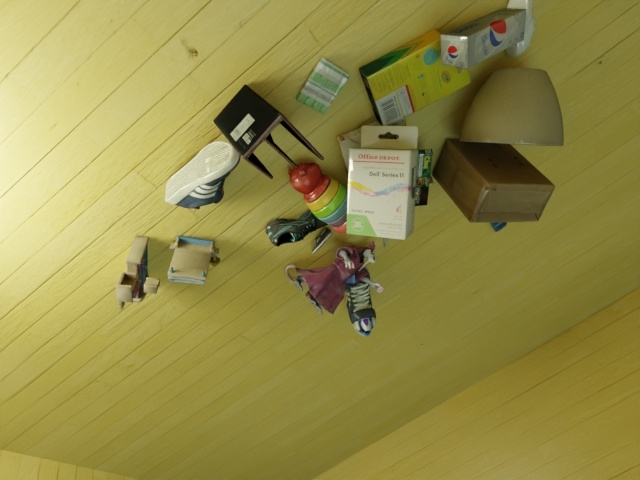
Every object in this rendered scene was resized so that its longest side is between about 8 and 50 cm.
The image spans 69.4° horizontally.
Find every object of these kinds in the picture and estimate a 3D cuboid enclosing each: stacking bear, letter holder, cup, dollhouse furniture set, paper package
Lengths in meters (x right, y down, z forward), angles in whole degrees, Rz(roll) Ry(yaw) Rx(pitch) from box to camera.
[{"bbox_3d":[0.013,-0.167,1.637,0.289,0.175,0.164,39,83,-28],"label":"stacking bear"},{"bbox_3d":[-0.150,-0.292,1.348,0.152,0.302,0.214,-47,131,6],"label":"letter holder"},{"bbox_3d":[0.647,-0.442,1.547,0.332,0.331,0.236,-2,104,-19],"label":"cup"},{"bbox_3d":[-0.519,0.146,1.627,0.304,0.286,0.198,7,128,-11],"label":"dollhouse furniture set"},{"bbox_3d":[0.623,-0.219,1.692,0.310,0.324,0.168,-1,129,-19],"label":"paper package"}]

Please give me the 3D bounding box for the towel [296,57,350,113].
[{"bbox_3d":[0.006,-0.482,1.449,0.113,0.023,0.152,21,122,-31],"label":"towel"}]

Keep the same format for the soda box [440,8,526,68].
[{"bbox_3d":[0.489,-0.607,1.381,0.287,0.098,0.091,-31,130,-25],"label":"soda box"}]

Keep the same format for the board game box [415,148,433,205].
[{"bbox_3d":[0.337,-0.225,1.715,0.136,0.030,0.259,-1,139,6],"label":"board game box"}]

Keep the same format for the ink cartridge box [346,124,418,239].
[{"bbox_3d":[0.200,-0.193,1.498,0.207,0.119,0.352,6,104,23],"label":"ink cartridge box"}]

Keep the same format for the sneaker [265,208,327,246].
[{"bbox_3d":[-0.070,-0.042,1.750,0.268,0.106,0.101,-18,132,-6],"label":"sneaker"}]

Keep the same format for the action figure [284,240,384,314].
[{"bbox_3d":[0.087,0.130,1.922,0.370,0.276,0.248,-41,128,-14],"label":"action figure"}]

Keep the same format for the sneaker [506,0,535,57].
[{"bbox_3d":[0.645,-0.696,1.464,0.094,0.080,0.212,-29,141,-10],"label":"sneaker"}]

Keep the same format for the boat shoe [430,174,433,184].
[{"bbox_3d":[0.369,-0.217,1.796,0.137,0.049,0.043,-19,98,15],"label":"boat shoe"}]

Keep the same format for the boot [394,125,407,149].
[{"bbox_3d":[0.216,-0.265,1.590,0.179,0.085,0.236,-5,122,12],"label":"boot"}]

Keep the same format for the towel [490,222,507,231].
[{"bbox_3d":[0.795,-0.088,2.074,0.067,0.029,0.119,-37,132,12],"label":"towel"}]

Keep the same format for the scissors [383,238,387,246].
[{"bbox_3d":[0.279,-0.064,1.878,0.109,0.021,0.297,3,139,24],"label":"scissors"}]

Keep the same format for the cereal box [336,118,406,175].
[{"bbox_3d":[0.190,-0.329,1.627,0.241,0.047,0.172,-23,136,0],"label":"cereal box"}]

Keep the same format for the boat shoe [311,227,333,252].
[{"bbox_3d":[0.000,0.000,1.858,0.125,0.038,0.046,-50,170,30],"label":"boat shoe"}]

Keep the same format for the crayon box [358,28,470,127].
[{"bbox_3d":[0.305,-0.523,1.477,0.319,0.081,0.202,-26,134,4],"label":"crayon box"}]

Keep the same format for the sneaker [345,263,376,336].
[{"bbox_3d":[0.187,0.275,2.031,0.130,0.236,0.322,-12,133,-10],"label":"sneaker"}]

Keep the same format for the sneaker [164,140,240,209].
[{"bbox_3d":[-0.340,-0.194,1.462,0.350,0.131,0.148,-20,148,39],"label":"sneaker"}]
